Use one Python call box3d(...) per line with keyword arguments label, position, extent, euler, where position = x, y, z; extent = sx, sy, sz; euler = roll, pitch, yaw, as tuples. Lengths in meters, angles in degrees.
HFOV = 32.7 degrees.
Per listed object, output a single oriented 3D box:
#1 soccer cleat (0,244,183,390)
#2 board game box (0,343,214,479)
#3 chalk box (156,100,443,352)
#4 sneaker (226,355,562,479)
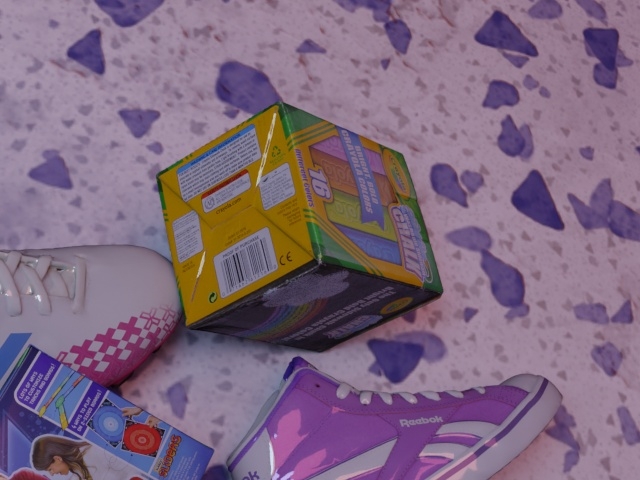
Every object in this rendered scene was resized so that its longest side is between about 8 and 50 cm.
box3d(label="soccer cleat", position=(-0.230, 0.051, 0.715), extent=(0.331, 0.143, 0.116), euler=(-21, 46, -32))
box3d(label="board game box", position=(-0.163, 0.179, 0.637), extent=(0.136, 0.035, 0.201), euler=(33, 54, -11))
box3d(label="chalk box", position=(0.000, 0.000, 0.851), extent=(0.213, 0.132, 0.132), euler=(17, 53, -53))
box3d(label="sneaker", position=(0.058, 0.137, 0.849), extent=(0.282, 0.102, 0.161), euler=(-25, 74, -33))
